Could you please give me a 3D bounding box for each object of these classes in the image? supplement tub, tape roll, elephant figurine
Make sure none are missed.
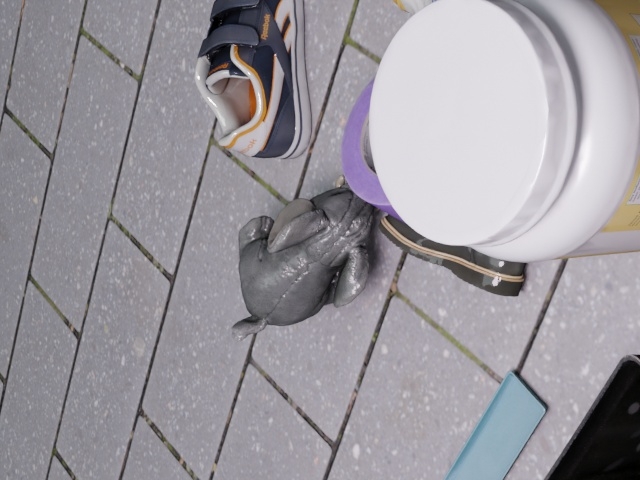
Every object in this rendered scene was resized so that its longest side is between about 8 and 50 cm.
[{"bbox_3d":[0.232,-0.104,1.085,0.241,0.331,0.241,5,96,50],"label":"supplement tub"},{"bbox_3d":[0.119,-0.114,1.370,0.189,0.080,0.189,-21,57,36],"label":"tape roll"},{"bbox_3d":[0.000,0.000,1.501,0.239,0.169,0.186,-37,60,50],"label":"elephant figurine"}]

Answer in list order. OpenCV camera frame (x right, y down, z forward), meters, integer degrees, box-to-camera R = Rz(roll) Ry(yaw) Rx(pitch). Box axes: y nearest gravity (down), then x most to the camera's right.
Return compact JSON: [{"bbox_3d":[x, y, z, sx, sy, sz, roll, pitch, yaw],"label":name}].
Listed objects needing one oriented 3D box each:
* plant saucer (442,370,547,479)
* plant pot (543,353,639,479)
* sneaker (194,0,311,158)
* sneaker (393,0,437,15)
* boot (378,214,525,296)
[{"bbox_3d":[0.201,0.241,1.398,0.067,0.018,0.192,49,129,36],"label":"plant saucer"},{"bbox_3d":[0.347,0.223,1.102,0.187,0.167,0.188,49,127,37],"label":"plant pot"},{"bbox_3d":[-0.097,-0.270,1.638,0.126,0.127,0.321,-20,76,51],"label":"sneaker"},{"bbox_3d":[0.161,-0.258,1.288,0.131,0.111,0.296,-55,50,35],"label":"sneaker"},{"bbox_3d":[0.166,-0.035,1.387,0.198,0.077,0.137,25,107,34],"label":"boot"}]
